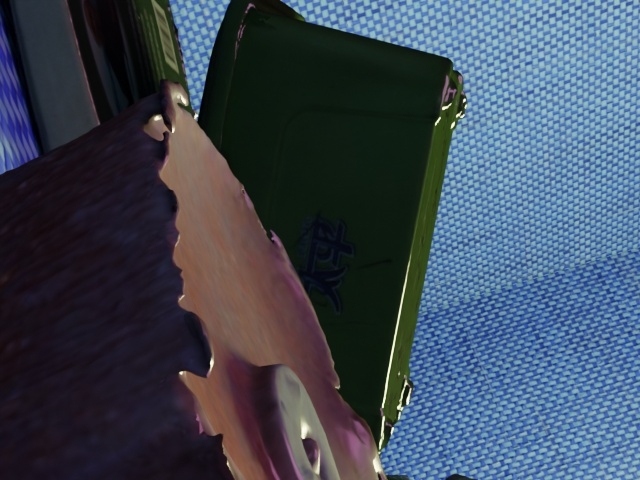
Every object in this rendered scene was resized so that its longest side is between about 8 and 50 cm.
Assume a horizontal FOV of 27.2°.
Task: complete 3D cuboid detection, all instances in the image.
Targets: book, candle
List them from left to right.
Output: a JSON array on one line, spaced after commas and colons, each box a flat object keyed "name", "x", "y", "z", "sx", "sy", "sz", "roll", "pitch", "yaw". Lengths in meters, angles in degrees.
[{"name": "book", "x": -0.143, "y": -0.111, "z": 0.976, "sx": 0.371, "sy": 0.043, "sz": 0.260, "roll": 37, "pitch": 38, "yaw": -81}, {"name": "candle", "x": -0.052, "y": 0.097, "z": 0.513, "sx": 0.317, "sy": 0.131, "sz": 0.287, "roll": 64, "pitch": 3, "yaw": 8}]

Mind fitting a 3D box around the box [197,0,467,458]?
[{"name": "box", "x": 0.000, "y": 0.000, "z": 0.966, "sx": 0.253, "sy": 0.178, "sz": 0.328, "roll": -33, "pitch": 136, "yaw": -81}]

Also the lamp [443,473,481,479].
[{"name": "lamp", "x": 0.056, "y": 0.321, "z": 0.925, "sx": 0.266, "sy": 0.047, "sz": 0.269, "roll": -9, "pitch": 103, "yaw": -61}]

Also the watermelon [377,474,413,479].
[{"name": "watermelon", "x": 0.005, "y": 0.312, "z": 1.025, "sx": 0.140, "sy": 0.193, "sz": 0.256, "roll": -111, "pitch": -161, "yaw": -70}]
